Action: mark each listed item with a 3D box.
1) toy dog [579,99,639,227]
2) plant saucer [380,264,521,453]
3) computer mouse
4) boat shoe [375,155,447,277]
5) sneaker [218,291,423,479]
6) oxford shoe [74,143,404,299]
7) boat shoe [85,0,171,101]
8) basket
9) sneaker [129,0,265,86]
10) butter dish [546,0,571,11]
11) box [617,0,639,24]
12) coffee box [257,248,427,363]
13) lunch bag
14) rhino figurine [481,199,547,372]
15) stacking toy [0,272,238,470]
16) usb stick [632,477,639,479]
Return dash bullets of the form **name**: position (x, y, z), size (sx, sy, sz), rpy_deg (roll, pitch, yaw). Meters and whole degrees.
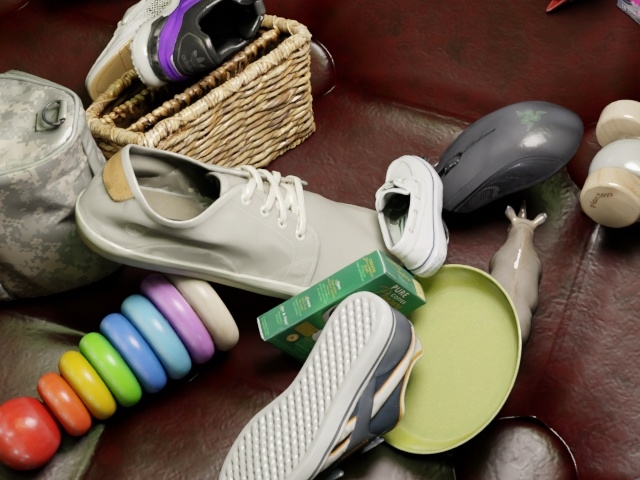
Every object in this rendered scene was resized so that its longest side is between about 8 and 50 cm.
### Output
- **toy dog**: position (0.473, -0.032, 1.934), size (0.334, 0.161, 0.220), rpy_deg (42, 59, 11)
- **plant saucer**: position (0.151, 0.148, 1.807), size (0.241, 0.037, 0.241), rpy_deg (-17, 61, 34)
- **computer mouse**: position (0.213, -0.102, 1.921), size (0.272, 0.072, 0.188), rpy_deg (-29, 41, 23)
- **boat shoe**: position (0.111, -0.049, 1.887), size (0.083, 0.076, 0.226), rpy_deg (-46, 30, 21)
- **sneaker**: position (0.011, 0.222, 1.770), size (0.321, 0.127, 0.126), rpy_deg (-53, 43, 2)
- **oxford shoe**: position (-0.078, -0.027, 1.827), size (0.449, 0.130, 0.169), rpy_deg (9, 40, -25)
- **boat shoe**: position (-0.251, -0.301, 2.150), size (0.096, 0.098, 0.277), rpy_deg (28, 66, 39)
- **basket**: position (-0.176, -0.200, 1.998), size (0.299, 0.223, 0.213), rpy_deg (-36, 63, -19)
- **sneaker**: position (-0.129, -0.311, 1.953), size (0.146, 0.102, 0.293), rpy_deg (-7, 41, 30)
- **butter dish**: position (0.379, -0.440, 2.158), size (0.118, 0.160, 0.160), rpy_deg (44, 63, -11)
- **box**: position (0.576, -0.349, 2.116), size (0.163, 0.142, 0.247), rpy_deg (-33, 61, -19)
- **coffee box**: position (0.028, 0.086, 1.825), size (0.184, 0.113, 0.040), rpy_deg (-31, 53, 20)
- **lunch bag**: position (-0.389, -0.065, 1.873), size (0.256, 0.305, 0.212), rpy_deg (-1, 55, 8)
- **rhino figurine**: position (0.249, 0.047, 1.888), size (0.073, 0.106, 0.243), rpy_deg (10, 58, 8)
- **stacking toy**: position (-0.269, 0.166, 1.830), size (0.330, 0.141, 0.141), rpy_deg (-36, 63, -12)
- **usb stick**: position (0.432, 0.303, 1.751), size (0.278, 0.045, 0.077), rpy_deg (-18, 59, -9)
